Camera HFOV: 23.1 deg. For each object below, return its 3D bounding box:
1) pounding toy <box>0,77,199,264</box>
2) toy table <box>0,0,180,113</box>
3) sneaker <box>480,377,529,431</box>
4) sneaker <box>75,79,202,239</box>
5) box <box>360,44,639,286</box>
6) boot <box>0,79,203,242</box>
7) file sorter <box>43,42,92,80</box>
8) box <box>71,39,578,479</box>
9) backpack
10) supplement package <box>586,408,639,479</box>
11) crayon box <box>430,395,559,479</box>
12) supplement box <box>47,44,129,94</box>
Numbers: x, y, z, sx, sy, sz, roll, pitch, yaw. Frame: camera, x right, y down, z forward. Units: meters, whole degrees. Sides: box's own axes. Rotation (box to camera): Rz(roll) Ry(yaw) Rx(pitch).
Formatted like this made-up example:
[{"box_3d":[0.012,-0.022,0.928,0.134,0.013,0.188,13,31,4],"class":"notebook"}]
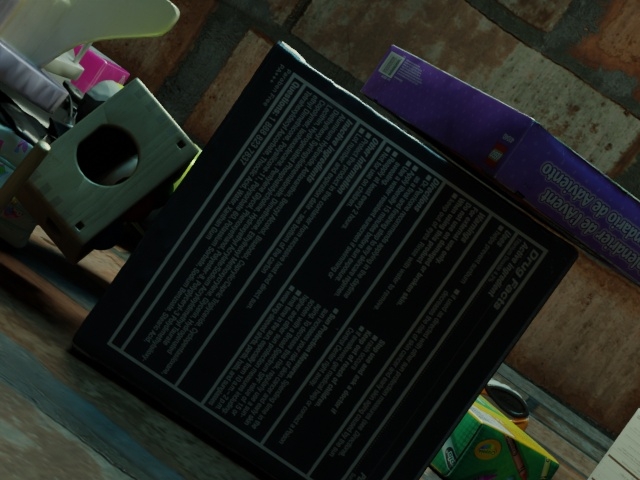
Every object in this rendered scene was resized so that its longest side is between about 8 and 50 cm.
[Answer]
[{"box_3d":[-0.204,-0.031,1.299,0.094,0.206,0.181,50,-15,-2],"class":"pounding toy"},{"box_3d":[-0.280,-0.239,1.508,0.252,0.161,0.274,39,1,-13],"class":"toy table"},{"box_3d":[0.184,0.200,2.315,0.262,0.099,0.121,42,-4,-4],"class":"sneaker"},{"box_3d":[-0.099,-0.021,1.557,0.385,0.147,0.145,53,-7,-31],"class":"sneaker"},{"box_3d":[0.170,-0.062,1.322,0.201,0.057,0.293,33,5,-25],"class":"box"},{"box_3d":[-0.297,-0.121,1.928,0.445,0.146,0.367,28,5,-23],"class":"boot"},{"box_3d":[-0.359,-0.323,1.727,0.193,0.173,0.277,44,13,25],"class":"file sorter"},{"box_3d":[0.002,0.039,1.312,0.294,0.296,0.183,35,4,-4],"class":"box"},{"box_3d":[-0.297,-0.074,1.462,0.152,0.115,0.182,29,4,-36],"class":"backpack"},{"box_3d":[0.406,0.323,1.966,0.105,0.179,0.105,31,5,-34],"class":"supplement package"},{"box_3d":[0.140,0.206,1.900,0.165,0.081,0.278,31,6,-42],"class":"crayon box"},{"box_3d":[-0.388,-0.249,2.134,0.220,0.111,0.114,36,4,11],"class":"supplement box"}]
